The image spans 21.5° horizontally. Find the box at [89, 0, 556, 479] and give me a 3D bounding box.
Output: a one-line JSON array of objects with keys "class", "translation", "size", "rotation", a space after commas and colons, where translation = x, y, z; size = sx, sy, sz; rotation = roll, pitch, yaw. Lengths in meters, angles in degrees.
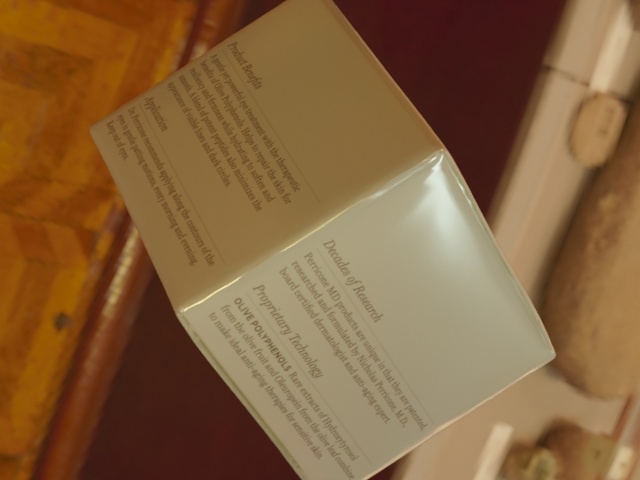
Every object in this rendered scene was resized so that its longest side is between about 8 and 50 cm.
[{"class": "box", "translation": [0.000, 0.000, 0.511], "size": [0.087, 0.101, 0.102], "rotation": [-33, 131, 1]}]
